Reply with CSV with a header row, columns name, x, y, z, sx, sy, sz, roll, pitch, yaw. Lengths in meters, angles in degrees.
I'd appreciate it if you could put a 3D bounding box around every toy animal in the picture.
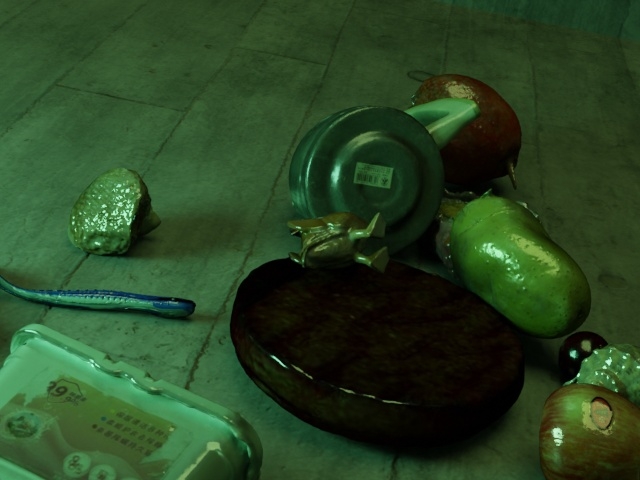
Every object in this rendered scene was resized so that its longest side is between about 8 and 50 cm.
name,x,y,z,sx,sy,sz,roll,pitch,yaw
toy animal,0.000,0.000,1.599,0.179,0.089,0.188,9,18,36

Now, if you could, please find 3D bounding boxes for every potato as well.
name,x,y,z,sx,sy,sz,roll,pitch,yaw
potato,0.290,0.042,1.636,0.143,0.169,0.248,-37,53,-11

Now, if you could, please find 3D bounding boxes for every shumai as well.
name,x,y,z,sx,sy,sz,roll,pitch,yaw
shumai,-0.301,-0.036,1.713,0.145,0.145,0.116,32,-3,35

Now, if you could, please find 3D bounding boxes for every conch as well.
name,x,y,z,sx,sy,sz,roll,pitch,yaw
conch,0.399,0.198,1.475,0.155,0.130,0.207,2,-2,44

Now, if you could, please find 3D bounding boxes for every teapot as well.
name,x,y,z,sx,sy,sz,roll,pitch,yaw
teapot,0.071,-0.139,1.843,0.239,0.322,0.239,31,-4,-23

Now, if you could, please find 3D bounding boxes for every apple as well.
name,x,y,z,sx,sy,sz,roll,pitch,yaw
apple,0.330,0.247,1.346,0.131,0.146,0.146,5,25,17

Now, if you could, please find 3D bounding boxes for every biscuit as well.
name,x,y,z,sx,sy,sz,roll,pitch,yaw
biscuit,0.073,0.142,1.519,0.407,0.091,0.407,9,24,-4

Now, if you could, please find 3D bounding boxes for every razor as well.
name,x,y,z,sx,sy,sz,roll,pitch,yaw
razor,-0.335,0.072,1.553,0.324,0.093,0.056,14,67,-2

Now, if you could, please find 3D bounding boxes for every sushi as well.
name,x,y,z,sx,sy,sz,roll,pitch,yaw
sushi,0.236,-0.004,1.832,0.241,0.107,0.161,13,27,22

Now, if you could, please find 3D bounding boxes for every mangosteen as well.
name,x,y,z,sx,sy,sz,roll,pitch,yaw
mangosteen,0.374,0.170,1.590,0.081,0.081,0.081,8,27,-4

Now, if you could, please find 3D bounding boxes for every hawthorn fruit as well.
name,x,y,z,sx,sy,sz,roll,pitch,yaw
hawthorn fruit,0.279,-0.191,2.124,0.262,0.210,0.210,38,33,9

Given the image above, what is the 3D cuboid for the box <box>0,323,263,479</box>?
name,x,y,z,sx,sy,sz,roll,pitch,yaw
box,-0.236,0.242,1.148,0.311,0.175,0.182,20,38,18
